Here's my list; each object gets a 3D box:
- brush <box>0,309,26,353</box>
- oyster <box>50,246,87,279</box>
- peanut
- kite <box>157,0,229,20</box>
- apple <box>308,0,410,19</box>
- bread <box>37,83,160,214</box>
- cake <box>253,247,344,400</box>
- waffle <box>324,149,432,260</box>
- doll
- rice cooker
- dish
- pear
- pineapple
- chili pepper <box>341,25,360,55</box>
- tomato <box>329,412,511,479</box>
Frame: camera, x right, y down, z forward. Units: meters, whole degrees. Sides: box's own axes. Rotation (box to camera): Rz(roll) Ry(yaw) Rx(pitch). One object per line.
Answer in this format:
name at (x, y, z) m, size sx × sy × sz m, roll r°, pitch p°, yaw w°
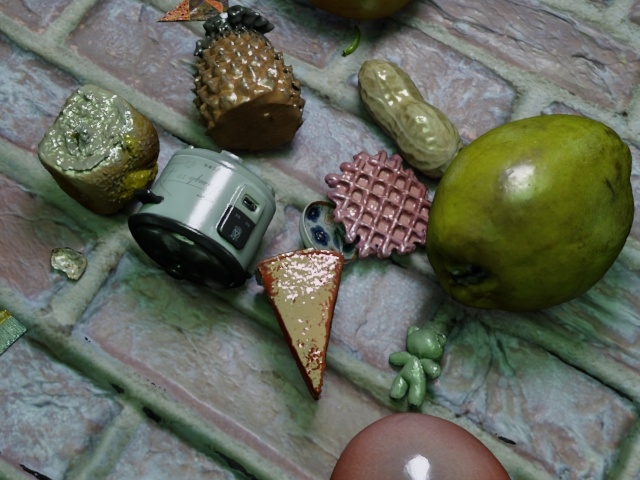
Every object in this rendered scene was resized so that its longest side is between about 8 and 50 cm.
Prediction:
brush at (-0.665, 0.131, 1.494) m, size 0.218 × 0.010 × 0.082 m, roll 39°, pitch 73°, yaw 12°
oyster at (-0.494, 0.041, 1.529) m, size 0.083 × 0.019 × 0.054 m, roll 32°, pitch 73°, yaw 8°
peanut at (0.179, -0.255, 1.595) m, size 0.120 × 0.136 × 0.298 m, roll -35°, pitch 73°, yaw -10°
kite at (-0.249, -0.532, 1.758) m, size 0.125 × 0.008 × 0.222 m, roll 38°, pitch 73°, yaw 12°
apple at (0.070, -0.656, 1.645) m, size 0.384 × 0.374 × 0.374 m, roll 36°, pitch 72°, yaw 27°
bread at (-0.407, -0.163, 1.489) m, size 0.176 × 0.246 × 0.195 m, roll 22°, pitch 73°, yaw 9°
cake at (0.003, 0.146, 1.429) m, size 0.160 × 0.158 × 0.262 m, roll -23°, pitch 74°, yaw -9°
waffle at (0.122, -0.075, 1.550) m, size 0.221 × 0.055 × 0.234 m, roll -16°, pitch 72°, yaw -20°
doll at (0.182, 0.235, 1.452) m, size 0.115 × 0.077 × 0.150 m, roll 15°, pitch 77°, yaw 44°
rice cooker at (-0.219, -0.029, 1.446) m, size 0.241 × 0.280 × 0.227 m, roll 2°, pitch 57°, yaw 44°
dish at (0.000, 0.000, 1.532) m, size 0.141 × 0.078 × 0.141 m, roll 25°, pitch 47°, yaw -29°
pear at (0.376, -0.050, 1.420) m, size 0.414 × 0.352 × 0.352 m, roll -31°, pitch 73°, yaw -16°
pineapple at (-0.165, -0.365, 1.608) m, size 0.223 × 0.223 × 0.357 m, roll -12°, pitch 59°, yaw -6°
chili pepper at (0.071, -0.441, 1.725) m, size 0.030 × 0.017 × 0.083 m, roll 27°, pitch 71°, yaw 10°
tomato at (0.159, 0.425, 1.241) m, size 0.322 × 0.321 × 0.321 m, roll 0°, pitch 69°, yaw -1°
